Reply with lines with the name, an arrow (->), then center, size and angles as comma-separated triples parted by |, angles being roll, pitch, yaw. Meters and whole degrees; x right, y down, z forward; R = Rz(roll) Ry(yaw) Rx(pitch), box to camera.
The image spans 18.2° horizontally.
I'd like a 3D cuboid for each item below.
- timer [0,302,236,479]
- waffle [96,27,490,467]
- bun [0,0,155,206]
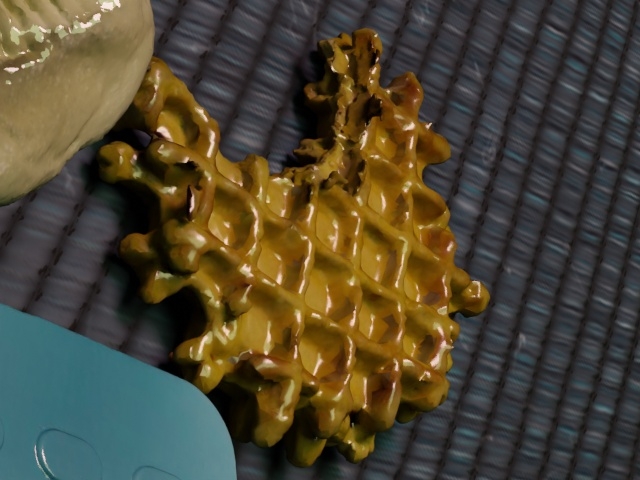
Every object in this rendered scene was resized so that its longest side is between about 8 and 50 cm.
timer -> -0.122, 0.157, 0.876 | 0.232, 0.091, 0.250 | 28, 33, -42
waffle -> 0.000, 0.000, 1.178 | 0.293, 0.069, 0.259 | -21, 91, -51
bun -> -0.189, -0.109, 0.942 | 0.229, 0.145, 0.229 | 11, 54, -15
